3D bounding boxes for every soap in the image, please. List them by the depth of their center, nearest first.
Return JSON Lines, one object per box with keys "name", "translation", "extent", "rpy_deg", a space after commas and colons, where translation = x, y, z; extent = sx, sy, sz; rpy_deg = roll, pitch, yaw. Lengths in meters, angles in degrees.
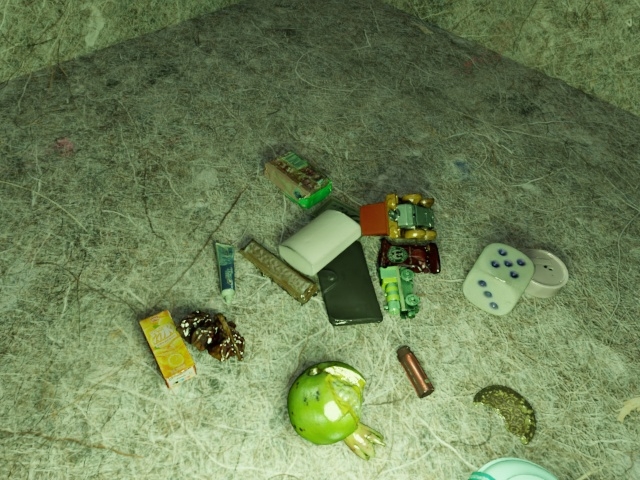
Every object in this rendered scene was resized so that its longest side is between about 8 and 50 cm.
{"name": "soap", "translation": [-0.093, -0.266, 2.037], "extent": [0.273, 0.098, 0.217], "rpy_deg": [39, 54, 23]}

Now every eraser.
{"name": "eraser", "translation": [0.000, 0.000, 1.773], "extent": [0.174, 0.095, 0.270], "rpy_deg": [30, 53, 30]}

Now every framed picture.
{"name": "framed picture", "translation": [0.096, -0.092, 1.959], "extent": [0.231, 0.010, 0.173], "rpy_deg": [29, 43, 16]}

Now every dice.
{"name": "dice", "translation": [0.633, 0.136, 1.729], "extent": [0.191, 0.193, 0.194], "rpy_deg": [31, 50, 17]}

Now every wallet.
{"name": "wallet", "translation": [0.091, 0.142, 1.735], "extent": [0.196, 0.051, 0.378], "rpy_deg": [-3, 47, -10]}

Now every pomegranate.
{"name": "pomegranate", "translation": [0.047, 0.480, 1.343], "extent": [0.302, 0.236, 0.236], "rpy_deg": [53, 54, -8]}

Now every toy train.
{"name": "toy train", "translation": [0.278, 0.186, 1.712], "extent": [0.132, 0.083, 0.200], "rpy_deg": [-4, 49, 2]}
{"name": "toy train", "translation": [0.294, -0.079, 1.807], "extent": [0.231, 0.164, 0.369], "rpy_deg": [-4, -3, 30]}

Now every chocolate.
{"name": "chocolate", "translation": [-0.149, 0.102, 1.724], "extent": [0.329, 0.065, 0.102], "rpy_deg": [35, 52, 19]}

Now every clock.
{"name": "clock", "translation": [0.838, 0.122, 1.857], "extent": [0.196, 0.068, 0.197], "rpy_deg": [5, 48, -5]}

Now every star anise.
{"name": "star anise", "translation": [-0.326, 0.280, 1.489], "extent": [0.220, 0.190, 0.126], "rpy_deg": [23, 89, -9]}

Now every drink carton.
{"name": "drink carton", "translation": [-0.464, 0.327, 1.471], "extent": [0.096, 0.071, 0.223], "rpy_deg": [-22, 55, -24]}

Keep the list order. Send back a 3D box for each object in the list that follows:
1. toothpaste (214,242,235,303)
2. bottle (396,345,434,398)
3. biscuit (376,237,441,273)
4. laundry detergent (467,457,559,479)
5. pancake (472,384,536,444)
{"name": "toothpaste", "translation": [-0.330, 0.111, 1.704], "extent": [0.069, 0.047, 0.269], "rpy_deg": [-13, 47, -3]}
{"name": "bottle", "translation": [0.293, 0.411, 1.525], "extent": [0.060, 0.060, 0.164], "rpy_deg": [-13, 52, -19]}
{"name": "biscuit", "translation": [0.331, 0.063, 1.833], "extent": [0.235, 0.063, 0.152], "rpy_deg": [4, 47, 4]}
{"name": "laundry detergent", "translation": [0.443, 0.686, 1.135], "extent": [0.286, 0.305, 0.288], "rpy_deg": [4, 48, -5]}
{"name": "pancake", "translation": [0.569, 0.533, 1.483], "extent": [0.184, 0.020, 0.191], "rpy_deg": [-4, 48, -13]}
